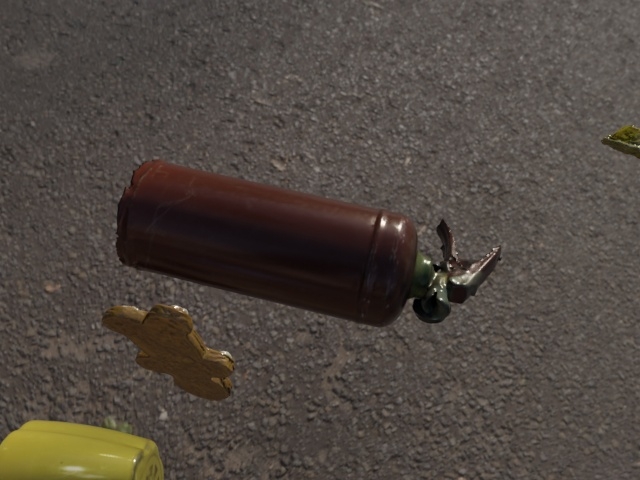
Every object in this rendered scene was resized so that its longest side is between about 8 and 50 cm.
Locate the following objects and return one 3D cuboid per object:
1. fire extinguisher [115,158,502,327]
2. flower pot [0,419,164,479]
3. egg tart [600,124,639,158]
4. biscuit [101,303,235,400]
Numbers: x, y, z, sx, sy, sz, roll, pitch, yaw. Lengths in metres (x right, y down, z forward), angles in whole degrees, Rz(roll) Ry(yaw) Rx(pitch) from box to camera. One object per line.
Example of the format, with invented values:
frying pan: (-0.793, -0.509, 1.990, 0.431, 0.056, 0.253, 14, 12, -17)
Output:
fire extinguisher: (0.000, 0.000, 0.557, 0.337, 0.106, 0.147, 13, 38, 6)
flower pot: (-0.313, 0.337, 0.801, 0.179, 0.195, 0.195, -2, 55, 3)
egg tart: (0.446, -0.133, 0.842, 0.105, 0.039, 0.105, 18, 15, -5)
biscuit: (-0.272, 0.219, 1.182, 0.216, 0.339, 0.047, -2, 50, 26)
